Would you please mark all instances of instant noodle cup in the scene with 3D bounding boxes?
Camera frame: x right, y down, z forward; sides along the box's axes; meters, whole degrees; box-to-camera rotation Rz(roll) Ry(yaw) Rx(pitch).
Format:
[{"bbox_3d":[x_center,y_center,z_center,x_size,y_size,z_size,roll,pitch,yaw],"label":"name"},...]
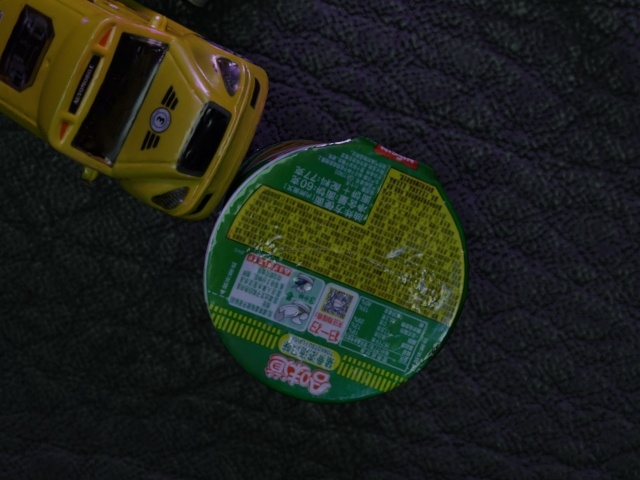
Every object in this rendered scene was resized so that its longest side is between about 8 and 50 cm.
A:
[{"bbox_3d":[0.000,0.000,1.088,0.207,0.233,0.207,-2,103,-7],"label":"instant noodle cup"}]

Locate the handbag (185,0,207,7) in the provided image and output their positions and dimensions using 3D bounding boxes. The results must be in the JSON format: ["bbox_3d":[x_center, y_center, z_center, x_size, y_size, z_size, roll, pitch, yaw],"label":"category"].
[{"bbox_3d":[-0.072,-0.401,1.090,0.236,0.160,0.358,41,97,-10],"label":"handbag"}]

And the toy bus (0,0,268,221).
[{"bbox_3d":[-0.205,-0.143,1.078,0.331,0.151,0.145,31,99,34],"label":"toy bus"}]
